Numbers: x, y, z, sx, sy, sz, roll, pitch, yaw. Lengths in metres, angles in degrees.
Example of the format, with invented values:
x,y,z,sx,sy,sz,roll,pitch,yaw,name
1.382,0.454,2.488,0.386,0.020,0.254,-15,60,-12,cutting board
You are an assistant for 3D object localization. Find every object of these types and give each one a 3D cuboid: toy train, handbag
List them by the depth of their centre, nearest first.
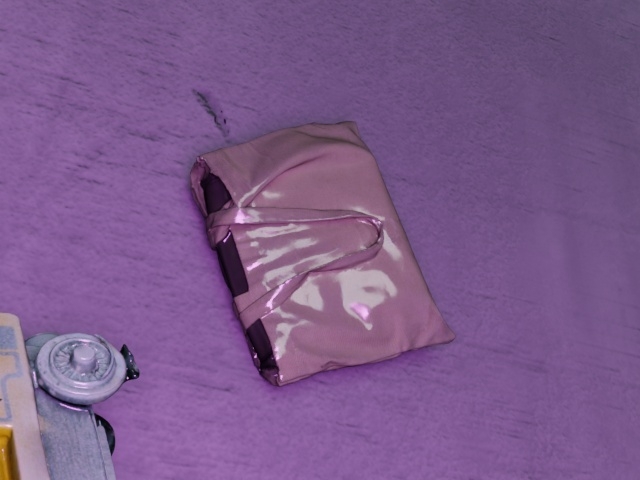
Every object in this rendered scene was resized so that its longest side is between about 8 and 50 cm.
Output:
x,y,z,sx,sy,sz,roll,pitch,yaw,name
-0.263,0.216,0.948,0.237,0.150,0.369,5,37,-29,toy train
-0.002,0.004,1.303,0.253,0.109,0.316,-13,73,-30,handbag
